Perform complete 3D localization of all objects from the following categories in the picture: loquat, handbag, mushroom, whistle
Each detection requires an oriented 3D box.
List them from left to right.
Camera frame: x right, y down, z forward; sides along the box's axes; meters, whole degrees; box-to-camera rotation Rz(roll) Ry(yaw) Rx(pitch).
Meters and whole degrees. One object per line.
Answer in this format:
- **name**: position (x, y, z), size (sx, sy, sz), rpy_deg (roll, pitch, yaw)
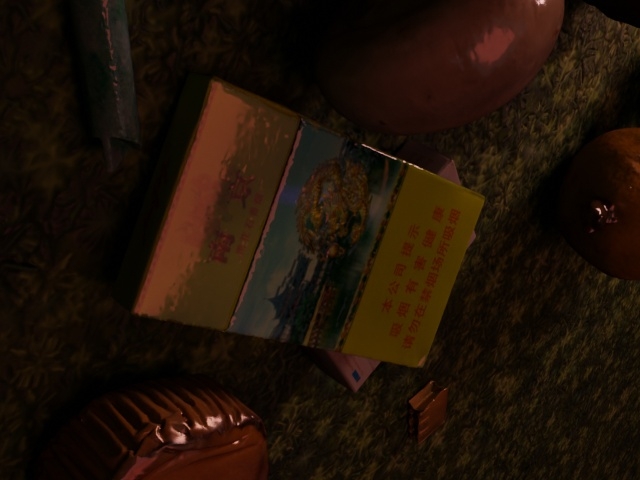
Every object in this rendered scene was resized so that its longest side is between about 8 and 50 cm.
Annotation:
- **whistle**: position (-0.142, -0.134, 0.541), size (0.039, 0.039, 0.186), rpy_deg (-29, 133, -37)
- **handbag**: position (0.149, 0.240, 1.161), size (0.061, 0.027, 0.083), rpy_deg (-35, 138, -33)
- **mushroom**: position (0.092, -0.189, 0.658), size (0.206, 0.206, 0.209), rpy_deg (-19, 121, -43)
- **loquat**: position (0.422, -0.048, 1.153), size (0.246, 0.213, 0.213), rpy_deg (-11, 122, -47)

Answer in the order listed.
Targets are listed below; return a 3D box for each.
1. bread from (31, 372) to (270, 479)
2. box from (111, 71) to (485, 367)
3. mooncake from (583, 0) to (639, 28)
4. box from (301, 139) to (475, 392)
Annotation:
- **bread**: position (-0.145, 0.202, 0.713), size (0.199, 0.104, 0.199), rpy_deg (-28, 136, -31)
- **box**: position (0.000, 0.000, 0.725), size (0.335, 0.047, 0.187), rpy_deg (18, 94, -40)
- **mooncake**: position (0.399, -0.407, 0.885), size (0.381, 0.212, 0.350), rpy_deg (-46, 148, -16)
- **box**: position (0.064, 0.029, 0.880), size (0.233, 0.067, 0.149), rpy_deg (-50, 141, -16)
